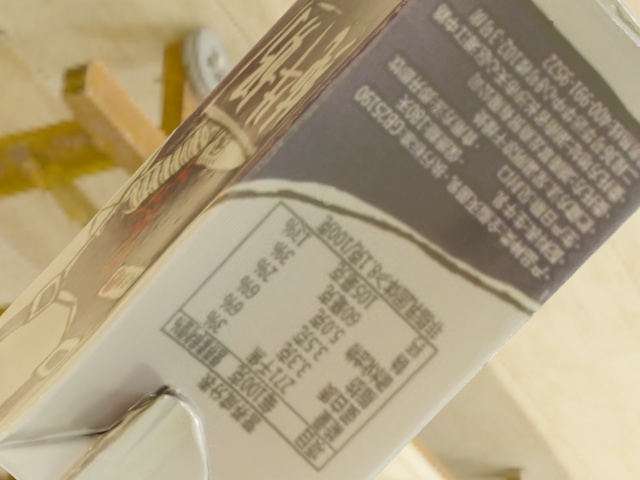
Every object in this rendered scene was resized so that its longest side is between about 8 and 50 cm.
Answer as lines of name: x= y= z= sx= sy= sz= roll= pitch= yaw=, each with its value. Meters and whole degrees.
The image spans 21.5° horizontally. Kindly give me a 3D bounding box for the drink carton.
drink carton: x=-0.001 y=0.000 z=0.541 sx=0.102 sy=0.134 sz=0.222 roll=42 pitch=92 yaw=-18
